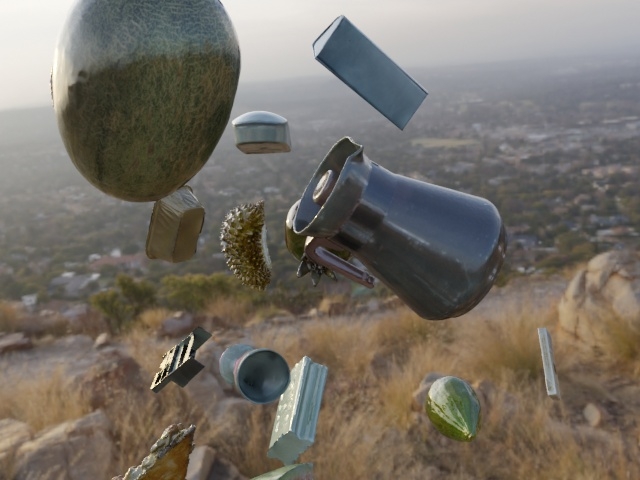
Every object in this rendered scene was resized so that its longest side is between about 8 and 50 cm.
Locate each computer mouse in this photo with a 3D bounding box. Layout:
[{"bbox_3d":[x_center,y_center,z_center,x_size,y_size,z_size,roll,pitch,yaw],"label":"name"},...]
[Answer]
[{"bbox_3d":[-0.130,-0.240,1.530,0.127,0.079,0.231,1,-3,-1],"label":"computer mouse"}]

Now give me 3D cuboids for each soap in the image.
[{"bbox_3d":[-0.047,0.350,1.407,0.063,0.114,0.198,28,36,-11],"label":"soap"}]

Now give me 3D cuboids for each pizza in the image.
[{"bbox_3d":[-0.407,0.541,1.535,0.074,0.288,0.251,35,30,33],"label":"pizza"}]

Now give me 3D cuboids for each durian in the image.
[{"bbox_3d":[-0.207,0.025,1.867,0.138,0.250,0.183,-8,-8,-38],"label":"durian"}]

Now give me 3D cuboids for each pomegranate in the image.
[{"bbox_3d":[0.000,0.000,1.532,0.181,0.182,0.224,-3,37,12],"label":"pomegranate"}]

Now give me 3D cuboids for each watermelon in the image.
[{"bbox_3d":[-0.042,0.376,0.944,0.098,0.121,0.158,-8,44,-42],"label":"watermelon"}]

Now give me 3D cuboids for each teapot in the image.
[{"bbox_3d":[0.134,-0.011,1.269,0.344,0.300,0.253,29,44,-14],"label":"teapot"}]

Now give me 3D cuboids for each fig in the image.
[{"bbox_3d":[0.411,0.506,2.002,0.167,0.167,0.233,-15,31,-31],"label":"fig"}]

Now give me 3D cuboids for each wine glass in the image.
[{"bbox_3d":[-0.098,0.182,0.946,0.073,0.073,0.155,-12,-1,-21],"label":"wine glass"}]

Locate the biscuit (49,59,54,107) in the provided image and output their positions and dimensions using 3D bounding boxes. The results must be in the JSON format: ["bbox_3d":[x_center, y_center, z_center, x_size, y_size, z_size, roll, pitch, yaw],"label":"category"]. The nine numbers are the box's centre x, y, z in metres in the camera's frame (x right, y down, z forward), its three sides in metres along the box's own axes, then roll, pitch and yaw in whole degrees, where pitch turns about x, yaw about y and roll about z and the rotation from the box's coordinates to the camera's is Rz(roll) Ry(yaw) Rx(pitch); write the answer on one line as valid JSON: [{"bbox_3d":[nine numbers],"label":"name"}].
[{"bbox_3d":[-0.525,-0.373,1.600,0.305,0.305,0.038,3,5,29],"label":"biscuit"}]

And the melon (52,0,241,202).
[{"bbox_3d":[-0.241,-0.210,0.937,0.248,0.329,0.249,18,24,-8],"label":"melon"}]

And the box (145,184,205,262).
[{"bbox_3d":[-0.315,-0.033,1.466,0.111,0.177,0.111,16,23,-7],"label":"box"}]

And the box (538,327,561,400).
[{"bbox_3d":[0.574,0.310,1.702,0.024,0.167,0.090,-11,-26,23],"label":"box"}]

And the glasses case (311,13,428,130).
[{"bbox_3d":[0.102,-0.347,1.417,0.266,0.105,0.056,33,5,-33],"label":"glasses case"}]

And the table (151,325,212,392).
[{"bbox_3d":[-0.399,0.353,1.968,0.175,0.062,0.146,-42,20,21],"label":"table"}]
